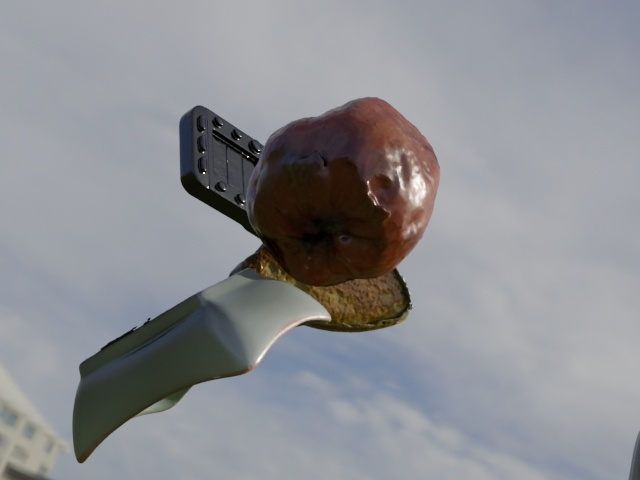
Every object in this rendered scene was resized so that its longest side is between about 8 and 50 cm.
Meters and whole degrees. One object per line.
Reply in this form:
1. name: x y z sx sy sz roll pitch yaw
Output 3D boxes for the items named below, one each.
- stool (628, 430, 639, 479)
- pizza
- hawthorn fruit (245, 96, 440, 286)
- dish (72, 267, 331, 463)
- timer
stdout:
1. stool: 0.292 0.202 1.124 0.096 0.110 0.096 9 -18 3
2. pizza: 0.000 0.000 1.336 0.185 0.176 0.036 2 -8 -20
3. hawthorn fruit: 0.022 -0.050 1.239 0.173 0.179 0.173 31 -25 17
4. dish: -0.113 0.093 1.169 0.212 0.151 0.077 -31 -91 31
5. timer: -0.113 -0.082 1.828 0.055 0.144 0.187 -31 -45 30
